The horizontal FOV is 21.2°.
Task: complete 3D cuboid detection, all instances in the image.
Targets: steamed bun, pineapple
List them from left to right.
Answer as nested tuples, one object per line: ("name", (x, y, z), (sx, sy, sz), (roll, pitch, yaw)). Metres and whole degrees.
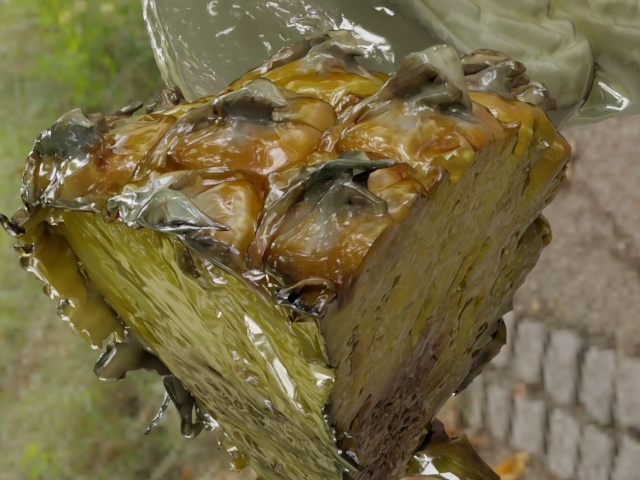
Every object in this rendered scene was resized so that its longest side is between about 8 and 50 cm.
("pineapple", (-0.005, -0.003, 0.600), (0.161, 0.158, 0.334), (-57, -21, -16))
("steamed bun", (0.034, -0.139, 0.786), (0.206, 0.320, 0.275), (-29, 65, 45))
